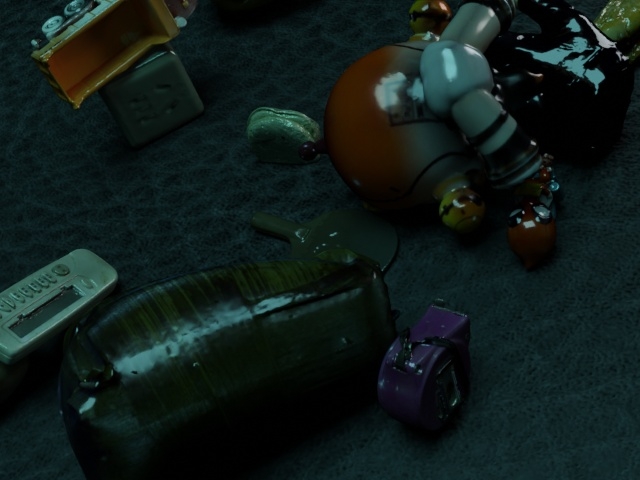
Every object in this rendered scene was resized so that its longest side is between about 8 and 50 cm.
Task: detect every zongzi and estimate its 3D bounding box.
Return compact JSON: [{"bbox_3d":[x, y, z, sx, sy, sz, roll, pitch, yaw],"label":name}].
[{"bbox_3d":[-0.133,0.108,1.299,0.403,0.207,0.432,-23,17,-11],"label":"zongzi"}]

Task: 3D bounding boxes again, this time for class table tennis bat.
[{"bbox_3d":[0.000,0.000,1.426,0.234,0.022,0.131,19,60,34],"label":"table tennis bat"}]

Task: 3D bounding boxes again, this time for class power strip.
[{"bbox_3d":[-0.308,-0.285,1.752,0.140,0.139,0.224,-30,44,-4],"label":"power strip"}]

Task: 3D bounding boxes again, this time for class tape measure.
[{"bbox_3d":[0.117,0.144,1.153,0.074,0.125,0.118,15,41,36],"label":"tape measure"}]

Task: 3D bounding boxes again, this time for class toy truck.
[{"bbox_3d":[-0.320,-0.332,1.620,0.270,0.114,0.135,-42,43,-16],"label":"toy truck"}]

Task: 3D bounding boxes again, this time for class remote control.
[{"bbox_3d":[-0.374,0.088,1.425,0.090,0.049,0.230,36,38,12],"label":"remote control"}]

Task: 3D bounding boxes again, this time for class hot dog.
[{"bbox_3d":[0.445,-0.317,1.473,0.073,0.084,0.242,19,58,38],"label":"hot dog"}]

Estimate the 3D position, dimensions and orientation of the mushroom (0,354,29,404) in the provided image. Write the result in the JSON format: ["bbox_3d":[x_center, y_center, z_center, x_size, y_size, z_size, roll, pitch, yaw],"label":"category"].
[{"bbox_3d":[-0.478,0.161,1.415,0.166,0.127,0.166,-14,38,11],"label":"mushroom"}]

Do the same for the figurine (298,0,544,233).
[{"bbox_3d":[0.125,-0.159,1.345,0.323,0.196,0.320,-28,65,54],"label":"figurine"}]

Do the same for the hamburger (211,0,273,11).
[{"bbox_3d":[-0.097,-0.517,1.885,0.285,0.134,0.265,-25,50,9],"label":"hamburger"}]

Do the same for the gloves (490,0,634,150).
[{"bbox_3d":[0.286,-0.244,1.399,0.152,0.197,0.301,-9,35,-20],"label":"gloves"}]

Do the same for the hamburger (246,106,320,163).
[{"bbox_3d":[-0.063,-0.160,1.559,0.121,0.084,0.054,1,51,28],"label":"hamburger"}]

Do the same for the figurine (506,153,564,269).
[{"bbox_3d":[0.262,-0.033,1.296,0.068,0.075,0.140,0,60,23],"label":"figurine"}]
